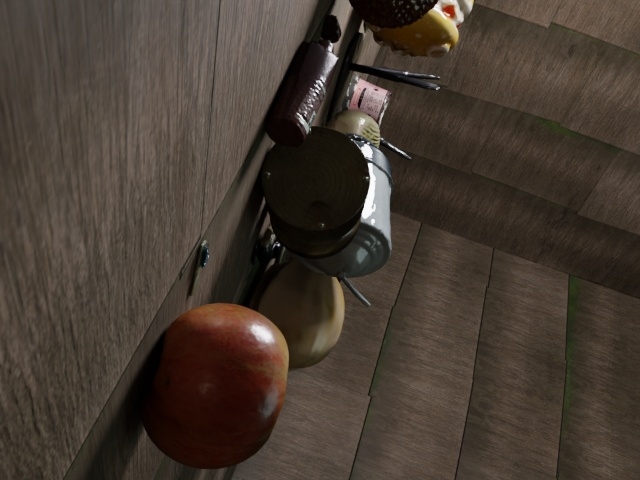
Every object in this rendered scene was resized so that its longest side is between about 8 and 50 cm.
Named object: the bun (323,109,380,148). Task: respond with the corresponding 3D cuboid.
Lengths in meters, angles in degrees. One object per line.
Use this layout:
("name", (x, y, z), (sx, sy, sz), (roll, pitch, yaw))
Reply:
("bun", (0.067, -0.247, 1.835), (0.193, 0.128, 0.178), (8, 106, -63))

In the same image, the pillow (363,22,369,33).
("pillow", (0.149, -0.647, 1.827), (0.130, 0.033, 0.217), (58, 52, -83))

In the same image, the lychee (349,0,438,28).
("lychee", (0.124, -0.466, 1.248), (0.194, 0.194, 0.194), (19, 90, -87))

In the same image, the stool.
("stool", (-0.009, -0.075, 1.264), (0.264, 0.179, 0.179), (92, 17, -79))

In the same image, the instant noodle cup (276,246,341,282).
("instant noodle cup", (0.000, 0.000, 1.910), (0.235, 0.178, 0.235), (20, 90, -89))

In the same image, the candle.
("candle", (0.048, -0.052, 1.526), (0.221, 0.221, 0.342), (106, -10, -50))

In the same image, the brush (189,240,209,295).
("brush", (-0.156, 0.038, 0.922), (0.016, 0.013, 0.084), (-69, 179, -59))

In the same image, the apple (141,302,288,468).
("apple", (-0.131, 0.180, 0.890), (0.209, 0.164, 0.209), (-165, -90, -82))

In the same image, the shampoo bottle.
("shampoo bottle", (-0.018, -0.250, 1.098), (0.068, 0.067, 0.236), (123, -10, -57))

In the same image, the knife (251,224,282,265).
("knife", (-0.078, -0.041, 1.535), (0.365, 0.043, 0.089), (-66, 176, -64))

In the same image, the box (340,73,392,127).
("box", (0.134, -0.410, 2.144), (0.151, 0.135, 0.151), (19, 90, -85))

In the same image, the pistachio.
("pistachio", (-0.067, 0.169, 1.588), (0.230, 0.230, 0.309), (106, 0, -49))

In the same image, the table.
("table", (0.178, -0.395, 1.908), (0.317, 0.249, 0.317), (19, 90, -87))

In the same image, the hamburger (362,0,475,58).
("hamburger", (0.212, -0.546, 1.703), (0.186, 0.261, 0.302), (-66, -160, 4))
